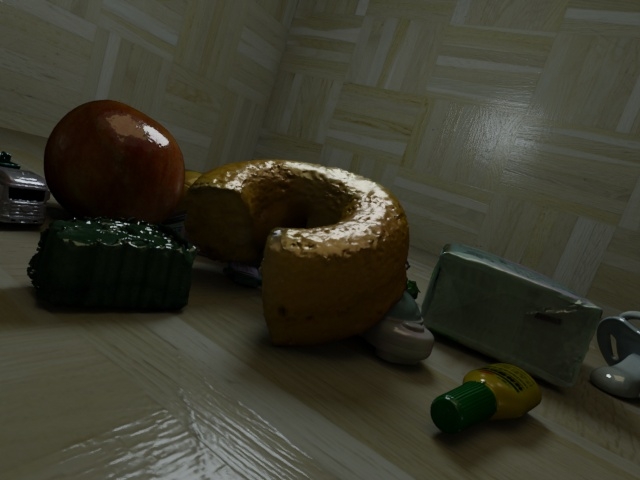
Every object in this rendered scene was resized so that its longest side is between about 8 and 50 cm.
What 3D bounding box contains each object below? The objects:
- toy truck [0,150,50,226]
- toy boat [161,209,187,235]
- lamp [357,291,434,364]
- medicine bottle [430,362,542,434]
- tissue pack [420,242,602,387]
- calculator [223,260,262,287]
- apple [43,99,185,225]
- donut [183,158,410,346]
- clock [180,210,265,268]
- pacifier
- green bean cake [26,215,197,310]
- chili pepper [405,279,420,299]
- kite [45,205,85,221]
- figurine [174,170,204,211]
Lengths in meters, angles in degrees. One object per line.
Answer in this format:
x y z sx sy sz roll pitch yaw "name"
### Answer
-0.613 -0.107 0.759 0.216 0.116 0.110 22 9 22 "toy truck"
-0.366 -0.039 1.029 0.140 0.066 0.059 -14 30 -14 "toy boat"
0.119 0.137 0.766 0.180 0.107 0.246 10 12 -24 "lamp"
0.239 0.228 0.587 0.261 0.064 0.095 8 14 -47 "medicine bottle"
0.436 0.150 1.008 0.332 0.205 0.405 20 10 17 "tissue pack"
-0.166 0.072 0.881 0.094 0.019 0.141 18 8 -17 "calculator"
-0.461 -0.178 0.925 0.302 0.301 0.301 18 9 -3 "apple"
-0.029 -0.031 0.754 0.378 0.163 0.435 -25 44 -37 "donut"
-0.219 -0.028 0.964 0.197 0.150 0.063 16 12 -12 "clock"
0.723 0.292 0.940 0.207 0.227 0.279 -23 15 -5 "pacifier"
-0.314 0.022 0.610 0.208 0.107 0.193 7 15 -45 "green bean cake"
0.211 0.145 1.079 0.088 0.059 0.227 25 12 16 "chili pepper"
-0.505 -0.035 0.867 0.141 0.015 0.245 10 8 -37 "kite"
-0.342 -0.110 1.191 0.257 0.167 0.192 13 -4 -44 "figurine"
